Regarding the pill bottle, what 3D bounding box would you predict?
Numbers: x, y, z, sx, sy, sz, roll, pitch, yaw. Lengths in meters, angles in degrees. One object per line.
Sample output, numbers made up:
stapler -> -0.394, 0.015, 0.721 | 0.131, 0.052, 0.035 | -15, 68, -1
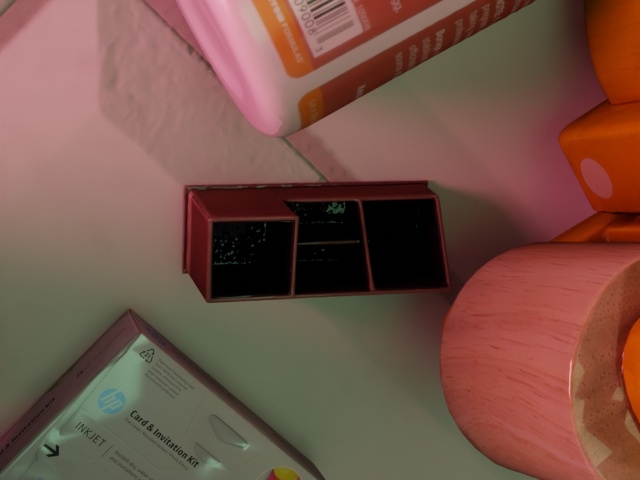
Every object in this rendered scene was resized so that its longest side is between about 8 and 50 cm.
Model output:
pill bottle -> 0.042, -0.145, 0.584 | 0.216, 0.121, 0.121 | -29, 114, -7

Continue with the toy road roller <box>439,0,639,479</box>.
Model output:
toy road roller -> 0.187, -0.050, 0.616 | 0.329, 0.202, 0.240 | -32, 100, -17

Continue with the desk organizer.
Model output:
desk organizer -> 0.000, 0.000, 0.658 | 0.130, 0.050, 0.047 | -2, 109, -18

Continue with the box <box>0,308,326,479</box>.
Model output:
box -> -0.109, 0.149, 0.680 | 0.186, 0.038, 0.145 | -46, 116, 2
